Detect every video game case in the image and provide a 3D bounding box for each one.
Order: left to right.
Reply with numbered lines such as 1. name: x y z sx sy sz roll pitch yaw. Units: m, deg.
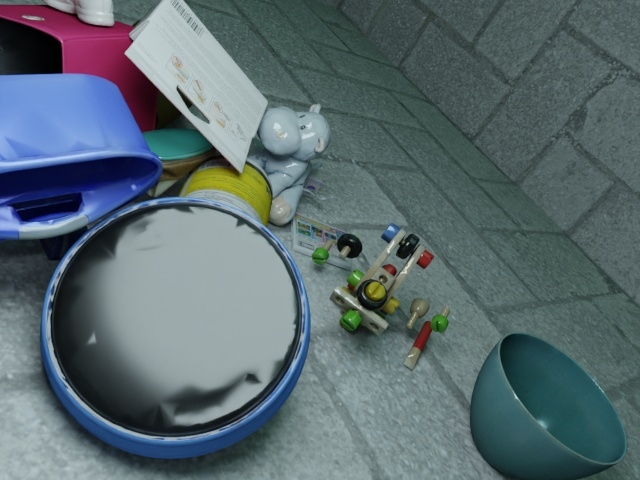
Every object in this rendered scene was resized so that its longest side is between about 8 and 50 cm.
1. video game case: 0.000 0.000 1.417 0.157 0.019 0.143 20 33 -19

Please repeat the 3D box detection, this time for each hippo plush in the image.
1. hippo plush: -0.070 -0.184 1.346 0.295 0.236 0.234 10 58 -25

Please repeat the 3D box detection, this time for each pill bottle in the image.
1. pill bottle: -0.200 -0.018 1.097 0.188 0.187 0.333 25 33 -14

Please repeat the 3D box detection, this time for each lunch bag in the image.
1. lunch bag: -0.451 -0.018 0.982 0.065 0.067 0.098 -5 45 -47

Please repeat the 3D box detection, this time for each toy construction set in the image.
1. toy construction set: 0.122 0.148 1.190 0.308 0.258 0.237 51 47 -14

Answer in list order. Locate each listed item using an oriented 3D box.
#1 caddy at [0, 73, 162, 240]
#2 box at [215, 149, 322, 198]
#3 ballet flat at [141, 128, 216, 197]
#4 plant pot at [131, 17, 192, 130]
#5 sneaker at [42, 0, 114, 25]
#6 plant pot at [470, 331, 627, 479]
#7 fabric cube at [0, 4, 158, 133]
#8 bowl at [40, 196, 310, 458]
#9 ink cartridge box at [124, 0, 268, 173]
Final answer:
1. caddy: -0.388 -0.087 0.770 0.341 0.241 0.179 -18 81 -41
2. box: -0.150 -0.203 1.517 0.324 0.063 0.067 19 35 -22
3. ballet flat: -0.349 -0.130 1.070 0.116 0.124 0.342 37 35 23
4. plant pot: -0.411 -0.383 1.402 0.237 0.237 0.254 25 45 -14
5. sneaker: -0.453 -0.473 1.070 0.212 0.094 0.080 29 30 29
6. plant pot: 0.413 0.355 1.129 0.290 0.195 0.290 23 33 -16
7. fabric cube: -0.493 -0.300 1.101 0.254 0.258 0.258 22 28 17
8. bowl: -0.202 0.111 0.836 0.392 0.077 0.390 5 66 -11
9. ink cartridge box: -0.239 -0.296 1.101 0.296 0.066 0.261 47 36 -31
